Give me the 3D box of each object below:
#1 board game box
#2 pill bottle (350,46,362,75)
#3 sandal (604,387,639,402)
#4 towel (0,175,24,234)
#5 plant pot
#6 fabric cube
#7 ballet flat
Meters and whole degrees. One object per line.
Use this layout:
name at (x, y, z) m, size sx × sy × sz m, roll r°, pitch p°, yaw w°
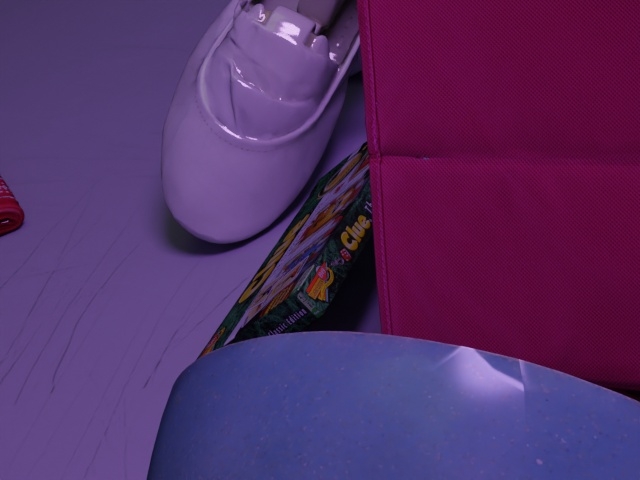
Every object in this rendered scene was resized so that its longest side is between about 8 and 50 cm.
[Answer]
board game box at (0.000, 0.000, 1.189) m, size 0.136 × 0.030 × 0.259 m, roll -42°, pitch 10°, yaw 40°
pill bottle at (0.046, -0.277, 1.589) m, size 0.146 × 0.146 × 0.264 m, roll 1°, pitch 34°, yaw 33°
sandal at (0.191, 0.120, 0.876) m, size 0.102 × 0.076 × 0.265 m, roll -31°, pitch 31°, yaw -21°
towel at (-0.399, -0.031, 1.553) m, size 0.199 × 0.031 × 0.275 m, roll -25°, pitch 29°, yaw -13°
plant pot at (0.042, 0.194, 0.667) m, size 0.290 × 0.290 × 0.195 m, roll 0°, pitch 56°, yaw 32°
fabric cube at (0.199, -0.068, 0.944) m, size 0.258 × 0.259 × 0.254 m, roll 3°, pitch 13°, yaw 35°
ballet flat at (-0.014, -0.185, 1.348) m, size 0.139 × 0.139 × 0.400 m, roll 7°, pitch 58°, yaw 40°
